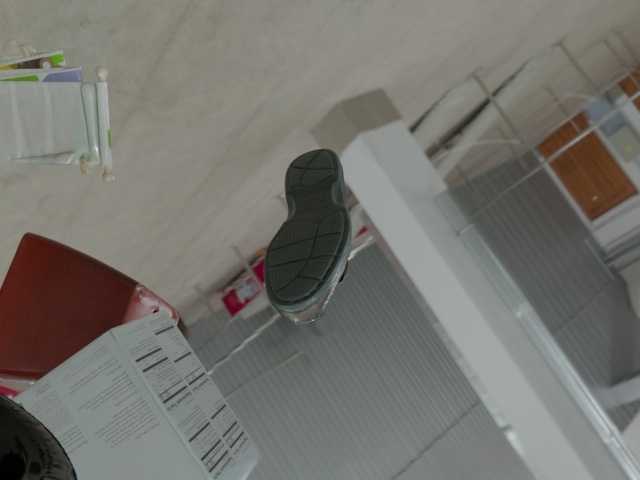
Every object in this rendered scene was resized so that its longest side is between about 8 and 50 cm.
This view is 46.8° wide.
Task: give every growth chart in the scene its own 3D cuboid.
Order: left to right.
[{"bbox_3d":[-0.379,-0.174,0.968,0.237,0.172,0.021,8,-167,10],"label":"growth chart"}]

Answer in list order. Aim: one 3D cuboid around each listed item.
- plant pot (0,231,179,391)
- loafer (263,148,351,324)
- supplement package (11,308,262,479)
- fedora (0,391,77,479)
[{"bbox_3d":[-0.420,0.169,1.359,0.235,0.268,0.267,8,159,19],"label":"plant pot"},{"bbox_3d":[0.000,0.000,0.844,0.096,0.084,0.268,-11,-140,15],"label":"loafer"},{"bbox_3d":[-0.250,0.267,1.010,0.199,0.263,0.198,-35,177,9],"label":"supplement package"},{"bbox_3d":[-0.335,0.168,0.479,0.153,0.334,0.334,-60,172,-1],"label":"fedora"}]
